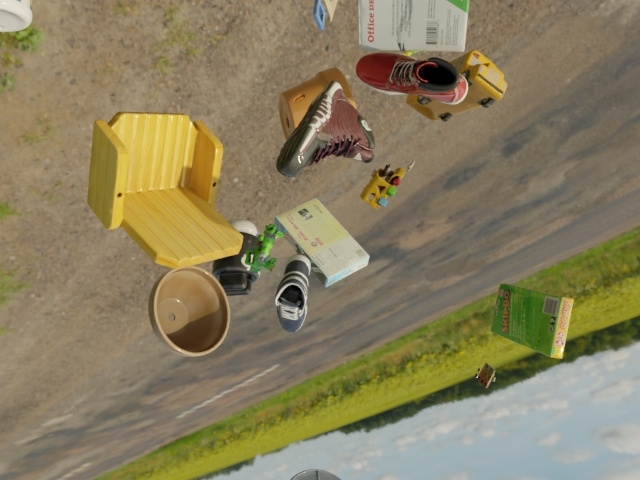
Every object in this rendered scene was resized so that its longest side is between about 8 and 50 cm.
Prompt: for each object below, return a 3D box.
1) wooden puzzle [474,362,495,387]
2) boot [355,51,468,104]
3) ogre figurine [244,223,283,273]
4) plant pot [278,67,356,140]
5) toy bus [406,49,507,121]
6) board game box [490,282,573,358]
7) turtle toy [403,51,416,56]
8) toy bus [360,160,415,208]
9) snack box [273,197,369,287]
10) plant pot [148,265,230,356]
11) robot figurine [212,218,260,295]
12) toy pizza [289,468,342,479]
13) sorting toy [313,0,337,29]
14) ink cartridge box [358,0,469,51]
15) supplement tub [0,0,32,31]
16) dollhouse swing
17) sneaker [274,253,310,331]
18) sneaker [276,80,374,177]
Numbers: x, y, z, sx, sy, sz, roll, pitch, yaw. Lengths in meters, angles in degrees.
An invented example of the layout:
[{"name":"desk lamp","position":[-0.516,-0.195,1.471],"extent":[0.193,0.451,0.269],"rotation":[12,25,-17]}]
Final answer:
[{"name":"wooden puzzle","position":[0.418,0.339,1.409],"extent":[0.006,0.049,0.083],"rotation":[24,-173,-14]},{"name":"boot","position":[0.167,-0.340,1.124],"extent":[0.244,0.088,0.176],"rotation":[18,-169,20]},{"name":"ogre figurine","position":[-0.178,0.033,1.722],"extent":[0.097,0.118,0.197],"rotation":[30,152,-28]},{"name":"plant pot","position":[-0.019,-0.420,1.895],"extent":[0.203,0.290,0.291],"rotation":[-15,162,-13]},{"name":"toy bus","position":[0.376,-0.426,1.559],"extent":[0.108,0.130,0.333],"rotation":[30,168,-21]},{"name":"board game box","position":[0.459,0.170,1.243],"extent":[0.039,0.124,0.259],"rotation":[11,180,-13]},{"name":"turtle toy","position":[0.358,-0.739,2.085],"extent":[0.095,0.066,0.130],"rotation":[-8,-148,26]},{"name":"toy bus","position":[0.231,-0.219,2.067],"extent":[0.202,0.104,0.191],"rotation":[-56,-177,-14]},{"name":"snack box","position":[0.000,0.000,1.981],"extent":[0.187,0.322,0.060],"rotation":[-26,150,-28]},{"name":"plant pot","position":[-0.362,0.190,1.462],"extent":[0.110,0.237,0.237],"rotation":[-20,165,36]},{"name":"robot figurine","position":[-0.302,0.057,2.011],"extent":[0.174,0.278,0.209],"rotation":[14,151,-27]},{"name":"toy pizza","position":[-0.004,0.709,1.502],"extent":[0.201,0.201,0.032],"rotation":[-8,129,-33]},{"name":"sorting toy","position":[0.031,-0.751,1.575],"extent":[0.047,0.347,0.196],"rotation":[0,145,19]},{"name":"ink cartridge box","position":[0.183,-0.457,1.093],"extent":[0.208,0.087,0.153],"rotation":[6,127,13]},{"name":"supplement tub","position":[-0.686,-0.558,1.170],"extent":[0.144,0.199,0.144],"rotation":[-4,177,0]},{"name":"dollhouse swing","position":[-0.368,-0.143,1.473],"extent":[0.347,0.305,0.315],"rotation":[-14,123,-52]},{"name":"sneaker","position":[-0.088,0.195,1.663],"extent":[0.099,0.153,0.282],"rotation":[9,122,0]},{"name":"sneaker","position":[0.032,-0.186,1.086],"extent":[0.106,0.162,0.281],"rotation":[-34,-158,46]}]
